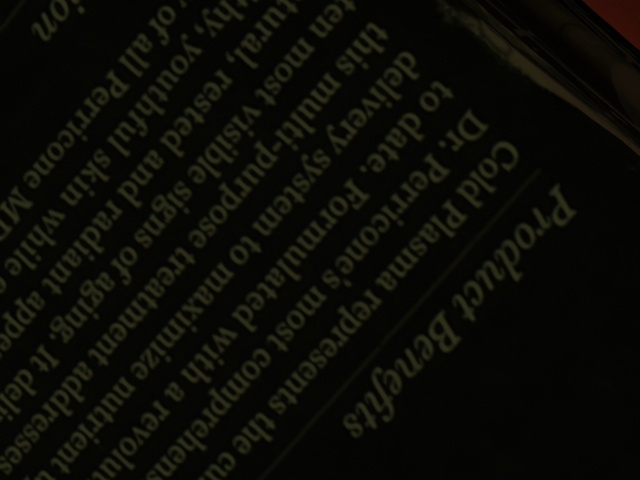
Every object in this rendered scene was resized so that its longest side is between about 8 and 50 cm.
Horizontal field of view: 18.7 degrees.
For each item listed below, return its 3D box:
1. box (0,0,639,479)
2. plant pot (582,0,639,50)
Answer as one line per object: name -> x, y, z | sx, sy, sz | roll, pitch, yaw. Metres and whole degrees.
box -> 0.000, 0.000, 0.851 | 0.297, 0.472, 0.480 | -48, 173, 14
plant pot -> 0.175, -0.158, 1.546 | 0.275, 0.243, 0.275 | -49, 179, -1
